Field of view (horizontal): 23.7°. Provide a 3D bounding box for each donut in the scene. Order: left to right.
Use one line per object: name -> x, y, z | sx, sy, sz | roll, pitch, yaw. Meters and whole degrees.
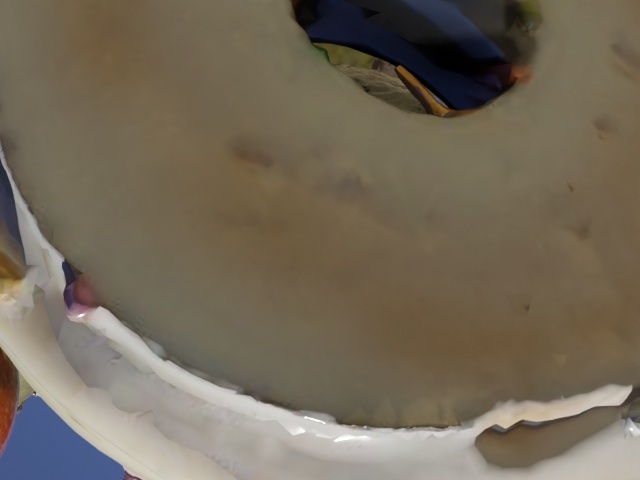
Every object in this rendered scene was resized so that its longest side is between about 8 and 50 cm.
donut -> 0.017, -0.053, 0.615 | 0.382, 0.383, 0.142 | 47, 149, 5

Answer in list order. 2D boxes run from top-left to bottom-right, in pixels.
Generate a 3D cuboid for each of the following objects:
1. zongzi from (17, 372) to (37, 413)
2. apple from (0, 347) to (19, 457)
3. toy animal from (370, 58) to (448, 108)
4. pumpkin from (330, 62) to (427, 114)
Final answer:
zongzi -> -0.314, 0.092, 1.284 | 0.145, 0.273, 0.300 | 27, -150, 5
apple -> -0.296, 0.097, 0.978 | 0.162, 0.201, 0.201 | 44, -173, -36
toy animal -> 0.188, -0.065, 1.083 | 0.183, 0.310, 0.247 | 22, -136, -40
pumpkin -> -0.001, 0.001, 0.875 | 0.152, 0.211, 0.211 | 33, -166, -36
